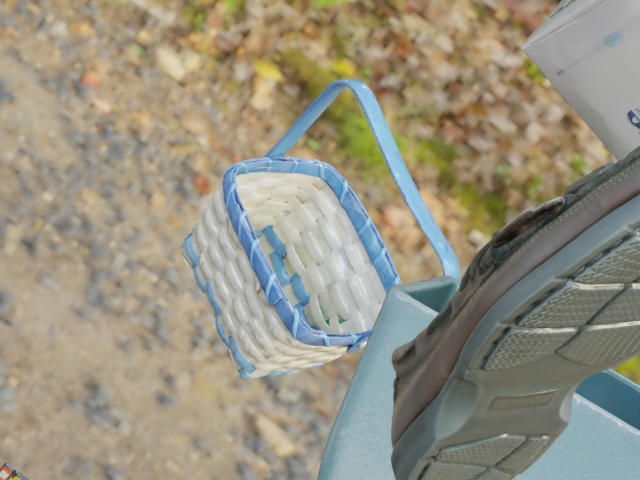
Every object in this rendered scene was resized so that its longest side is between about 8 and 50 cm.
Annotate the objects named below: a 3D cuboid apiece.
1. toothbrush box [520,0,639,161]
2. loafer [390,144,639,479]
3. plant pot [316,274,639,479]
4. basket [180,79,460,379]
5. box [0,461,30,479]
[{"bbox_3d":[0.311,-0.157,1.154,0.216,0.126,0.295,49,55,-7],"label":"toothbrush box"},{"bbox_3d":[0.090,0.024,0.709,0.096,0.267,0.084,-1,57,-26],"label":"loafer"},{"bbox_3d":[0.127,0.199,1.308,0.247,0.252,0.247,30,8,13],"label":"plant pot"},{"bbox_3d":[0.000,0.000,1.748,0.201,0.289,0.255,-8,68,-43],"label":"basket"},{"bbox_3d":[-0.331,0.308,1.772,0.137,0.094,0.027,25,-18,46],"label":"box"}]
